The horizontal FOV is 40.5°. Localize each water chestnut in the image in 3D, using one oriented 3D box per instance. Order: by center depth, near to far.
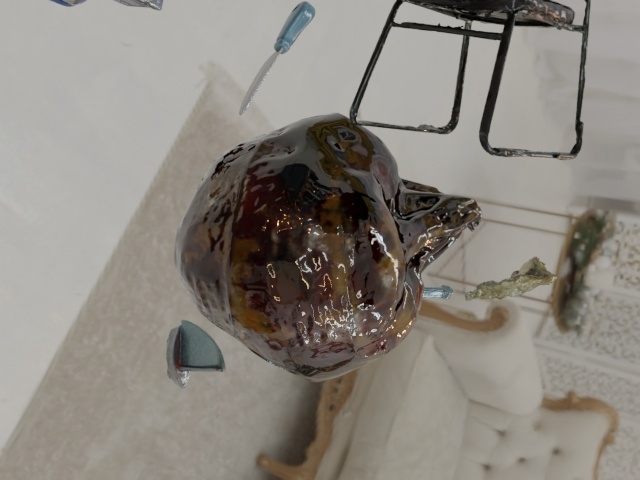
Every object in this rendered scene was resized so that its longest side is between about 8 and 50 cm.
[{"bbox_3d":[0.000,0.000,0.853,0.244,0.289,0.289,-53,145,7],"label":"water chestnut"}]

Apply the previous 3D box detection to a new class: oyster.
[{"bbox_3d":[0.270,0.058,1.242,0.045,0.146,0.122,58,23,-2],"label":"oyster"}]

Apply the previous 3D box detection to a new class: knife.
[{"bbox_3d":[-0.076,-0.285,1.371,0.032,0.058,0.244,40,65,-25],"label":"knife"}]

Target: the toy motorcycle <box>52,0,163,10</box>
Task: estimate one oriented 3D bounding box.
[{"bbox_3d":[-0.392,-0.422,1.234,0.358,0.213,0.125,3,96,-64],"label":"toy motorcycle"}]

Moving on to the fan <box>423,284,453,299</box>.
[{"bbox_3d":[0.079,0.059,1.053,0.193,0.038,0.016,3,125,-27],"label":"fan"}]

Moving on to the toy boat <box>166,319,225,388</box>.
[{"bbox_3d":[-0.163,0.155,1.187,0.034,0.122,0.096,4,81,-46],"label":"toy boat"}]

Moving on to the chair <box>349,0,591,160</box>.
[{"bbox_3d":[0.134,-0.185,0.682,0.145,0.140,0.221,-2,107,-48],"label":"chair"}]
